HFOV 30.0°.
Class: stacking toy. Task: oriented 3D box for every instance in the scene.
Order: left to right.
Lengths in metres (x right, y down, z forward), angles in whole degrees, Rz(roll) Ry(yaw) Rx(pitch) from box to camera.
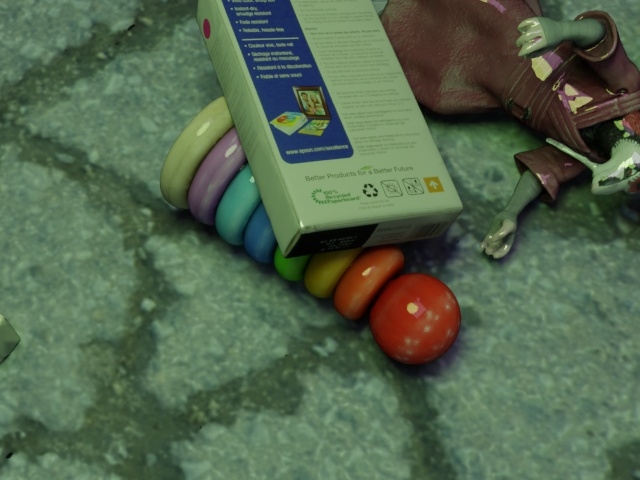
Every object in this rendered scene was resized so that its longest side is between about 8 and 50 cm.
[{"bbox_3d":[0.000,0.000,1.183,0.330,0.141,0.141,40,71,14],"label":"stacking toy"}]

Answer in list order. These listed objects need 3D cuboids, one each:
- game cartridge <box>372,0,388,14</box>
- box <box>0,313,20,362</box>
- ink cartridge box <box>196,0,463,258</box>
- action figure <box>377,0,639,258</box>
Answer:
[{"bbox_3d":[0.065,-0.237,1.354,0.056,0.017,0.083,1,65,-2],"label":"game cartridge"},{"bbox_3d":[-0.450,0.028,1.212,0.324,0.067,0.063,32,68,16],"label":"box"},{"bbox_3d":[-0.008,-0.161,1.177,0.175,0.069,0.371,-7,64,-27],"label":"ink cartridge box"},{"bbox_3d":[0.228,-0.162,1.250,0.370,0.248,0.275,39,42,17],"label":"action figure"}]
